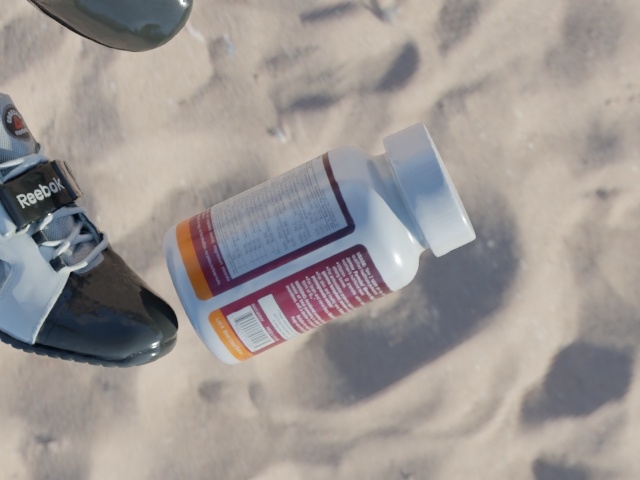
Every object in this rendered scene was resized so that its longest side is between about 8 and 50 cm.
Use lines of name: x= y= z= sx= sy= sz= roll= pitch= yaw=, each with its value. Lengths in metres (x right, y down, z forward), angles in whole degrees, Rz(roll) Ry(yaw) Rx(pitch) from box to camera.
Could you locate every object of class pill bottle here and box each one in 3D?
pill bottle: x=0.000 y=0.000 z=1.237 sx=0.221 sy=0.121 sz=0.121 roll=-25 pitch=118 yaw=7

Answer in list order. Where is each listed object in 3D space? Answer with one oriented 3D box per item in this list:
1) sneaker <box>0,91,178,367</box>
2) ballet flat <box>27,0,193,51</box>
sneaker: x=-0.241 y=-0.027 z=1.213 sx=0.330 sy=0.122 sz=0.146 roll=30 pitch=116 yaw=8
ballet flat: x=-0.163 y=-0.194 z=0.733 sx=0.095 sy=0.096 sz=0.280 roll=-29 pitch=107 yaw=21
